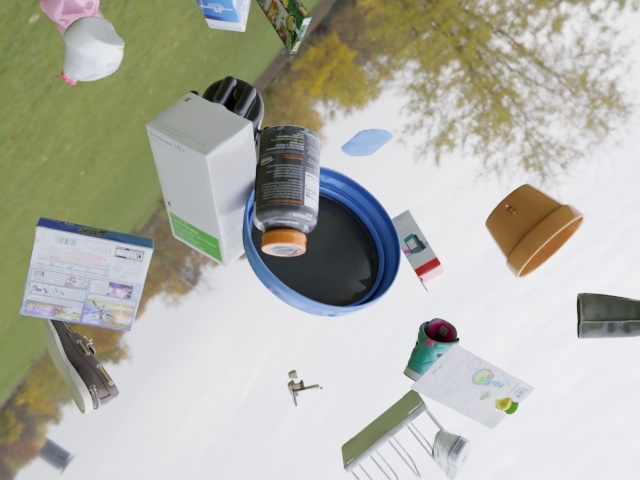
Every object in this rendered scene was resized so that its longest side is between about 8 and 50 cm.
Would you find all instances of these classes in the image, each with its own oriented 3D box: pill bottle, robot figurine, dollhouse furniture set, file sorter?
[{"bbox_3d":[-0.068,-0.094,1.444,0.130,0.131,0.245,147,-51,-59],"label":"pill bottle"},{"bbox_3d":[-0.248,-0.328,1.985,0.174,0.209,0.278,-25,168,-19],"label":"robot figurine"},{"bbox_3d":[-0.043,0.364,1.889,0.081,0.090,0.114,-12,-174,-10],"label":"dollhouse furniture set"},{"bbox_3d":[0.220,0.578,2.020,0.278,0.173,0.193,-40,-178,0],"label":"file sorter"}]

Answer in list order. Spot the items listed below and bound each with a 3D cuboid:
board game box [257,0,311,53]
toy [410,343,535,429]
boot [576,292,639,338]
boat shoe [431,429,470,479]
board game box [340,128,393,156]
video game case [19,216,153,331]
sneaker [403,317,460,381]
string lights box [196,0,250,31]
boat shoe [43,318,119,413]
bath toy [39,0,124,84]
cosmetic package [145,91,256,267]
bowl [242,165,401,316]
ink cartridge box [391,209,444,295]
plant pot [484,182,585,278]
[{"bbox_3d":[-0.116,-0.678,2.085,0.030,0.259,0.136,-15,154,-34],"label":"board game box"},{"bbox_3d":[0.313,0.294,1.508,0.137,0.237,0.056,-51,-158,20],"label":"toy"},{"bbox_3d":[0.666,0.203,1.572,0.076,0.209,0.189,86,3,-72],"label":"boot"},{"bbox_3d":[0.321,0.523,1.807,0.095,0.084,0.258,-51,155,-23],"label":"boat shoe"},{"bbox_3d":[0.143,-0.322,2.306,0.169,0.133,0.033,-36,-123,47],"label":"board game box"},{"bbox_3d":[-0.566,0.086,1.763,0.061,0.270,0.244,-114,-140,-61],"label":"video game case"},{"bbox_3d":[0.340,0.316,2.142,0.178,0.124,0.295,-65,161,7],"label":"sneaker"},{"bbox_3d":[-0.186,-0.501,1.326,0.259,0.077,0.133,61,37,-80],"label":"string lights box"},{"bbox_3d":[-0.625,0.305,1.875,0.097,0.324,0.116,-18,135,-32],"label":"boat shoe"},{"bbox_3d":[-0.445,-0.412,1.283,0.151,0.348,0.129,0,144,-50],"label":"bath toy"},{"bbox_3d":[-0.261,-0.137,1.712,0.155,0.197,0.365,-45,149,-31],"label":"cosmetic package"},{"bbox_3d":[0.000,0.000,1.701,0.077,0.391,0.391,-53,-175,50],"label":"bowl"},{"bbox_3d":[0.281,0.039,2.060,0.078,0.231,0.134,-31,164,6],"label":"ink cartridge box"},{"bbox_3d":[0.671,-0.045,2.336,0.291,0.203,0.291,-34,157,-17],"label":"plant pot"}]
